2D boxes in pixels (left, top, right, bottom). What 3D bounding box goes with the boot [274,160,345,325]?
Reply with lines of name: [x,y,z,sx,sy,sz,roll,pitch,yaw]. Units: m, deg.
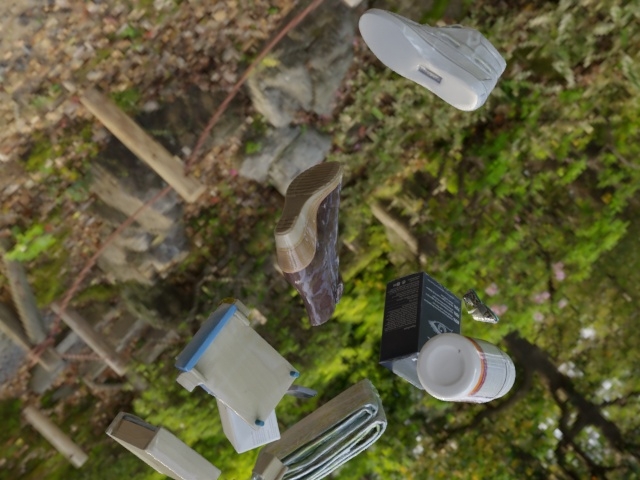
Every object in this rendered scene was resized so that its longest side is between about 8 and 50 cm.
boot: [0.000,0.000,1.580,0.090,0.206,0.248,0,-141,29]

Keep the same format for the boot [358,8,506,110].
boot: [0.198,-0.339,1.558,0.123,0.258,0.095,-52,178,-31]

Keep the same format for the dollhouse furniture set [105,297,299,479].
dollhouse furniture set: [-0.171,0.292,1.583,0.303,0.286,0.198,-55,-156,-20]

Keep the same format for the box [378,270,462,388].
box: [0.221,0.198,1.949,0.108,0.153,0.207,-21,-134,38]

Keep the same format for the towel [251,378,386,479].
towel: [0.002,0.452,2.026,0.321,0.090,0.374,-33,180,0]

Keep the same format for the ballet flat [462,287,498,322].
ballet flat: [0.316,0.139,1.783,0.041,0.041,0.114,-46,-148,9]

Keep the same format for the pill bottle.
pill bottle: [0.277,0.240,1.657,0.121,0.121,0.221,-46,150,15]

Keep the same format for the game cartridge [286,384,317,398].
game cartridge: [-0.047,0.337,1.987,0.083,0.056,0.017,149,-46,-62]

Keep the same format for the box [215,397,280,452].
box: [-0.138,0.319,1.656,0.087,0.101,0.102,-17,-162,-19]
